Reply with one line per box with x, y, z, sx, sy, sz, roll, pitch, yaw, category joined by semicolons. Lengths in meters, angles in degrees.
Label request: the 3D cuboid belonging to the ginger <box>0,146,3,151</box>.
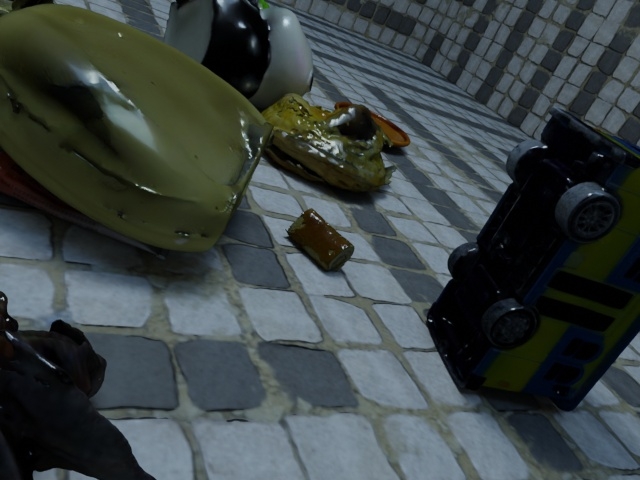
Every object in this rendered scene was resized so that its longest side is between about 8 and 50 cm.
-0.266;-0.092;0.640;0.173;0.051;0.069;17;30;-15;ginger

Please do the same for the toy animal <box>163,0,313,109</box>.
-0.138;-0.349;1.066;0.266;0.213;0.212;-7;41;-45;toy animal

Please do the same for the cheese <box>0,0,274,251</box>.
-0.207;-0.130;0.597;0.315;0.128;0.260;33;29;-17;cheese

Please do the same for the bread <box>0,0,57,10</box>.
-0.354;-0.230;0.721;0.174;0.133;0.252;3;34;-37;bread

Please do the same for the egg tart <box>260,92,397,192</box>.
0.019;-0.190;1.020;0.297;0.132;0.297;20;20;-8;egg tart

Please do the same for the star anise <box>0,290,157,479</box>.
-0.204;0.072;0.272;0.212;0.129;0.283;49;-2;20;star anise

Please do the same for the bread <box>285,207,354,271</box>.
0.000;0.000;0.724;0.083;0.047;0.036;43;0;28;bread

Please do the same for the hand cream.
-0.248;-0.038;0.579;0.216;0.038;0.052;24;52;-13;hand cream

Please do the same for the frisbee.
0.114;-0.256;1.329;0.192;0.035;0.192;21;27;-11;frisbee

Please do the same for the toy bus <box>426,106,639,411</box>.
0.253;0.028;0.619;0.175;0.288;0.138;16;27;-20;toy bus
